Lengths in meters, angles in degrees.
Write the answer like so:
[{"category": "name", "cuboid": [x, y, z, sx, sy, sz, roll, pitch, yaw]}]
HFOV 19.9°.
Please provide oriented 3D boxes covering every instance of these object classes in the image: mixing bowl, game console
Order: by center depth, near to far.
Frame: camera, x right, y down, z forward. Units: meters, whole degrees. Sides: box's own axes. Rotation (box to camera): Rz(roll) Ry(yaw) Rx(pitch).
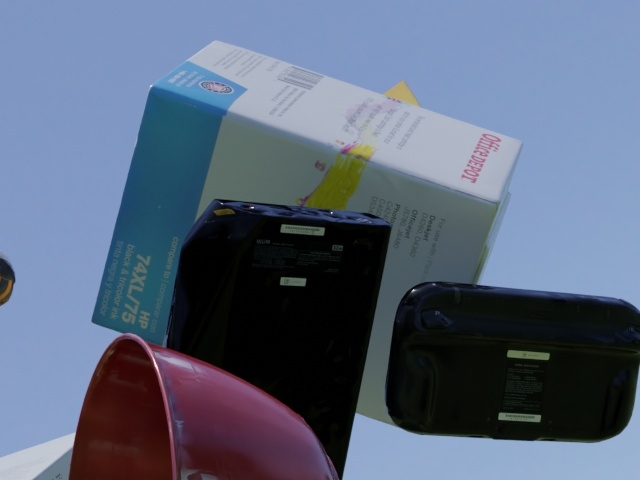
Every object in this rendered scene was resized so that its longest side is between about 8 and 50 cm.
[{"category": "mixing bowl", "cuboid": [-0.049, 0.137, 0.836, 0.098, 0.181, 0.181, 5, -29, -21]}, {"category": "game console", "cuboid": [0.063, 0.093, 1.217, 0.361, 0.213, 0.044, 6, 13, -26]}]

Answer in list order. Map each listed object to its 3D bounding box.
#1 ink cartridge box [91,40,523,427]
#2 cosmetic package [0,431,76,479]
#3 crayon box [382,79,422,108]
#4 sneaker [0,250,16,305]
[{"category": "ink cartridge box", "cuboid": [-0.004, -0.009, 1.410, 0.198, 0.270, 0.197, -54, -19, -70]}, {"category": "cosmetic package", "cuboid": [-0.287, 0.302, 1.835, 0.151, 0.151, 0.183, -21, 9, 27]}, {"category": "crayon box", "cuboid": [0.000, 0.000, 1.772, 0.318, 0.202, 0.081, -39, -64, 9]}, {"category": "sneaker", "cuboid": [-0.370, 0.119, 1.364, 0.321, 0.180, 0.124, -17, -14, -9]}]
